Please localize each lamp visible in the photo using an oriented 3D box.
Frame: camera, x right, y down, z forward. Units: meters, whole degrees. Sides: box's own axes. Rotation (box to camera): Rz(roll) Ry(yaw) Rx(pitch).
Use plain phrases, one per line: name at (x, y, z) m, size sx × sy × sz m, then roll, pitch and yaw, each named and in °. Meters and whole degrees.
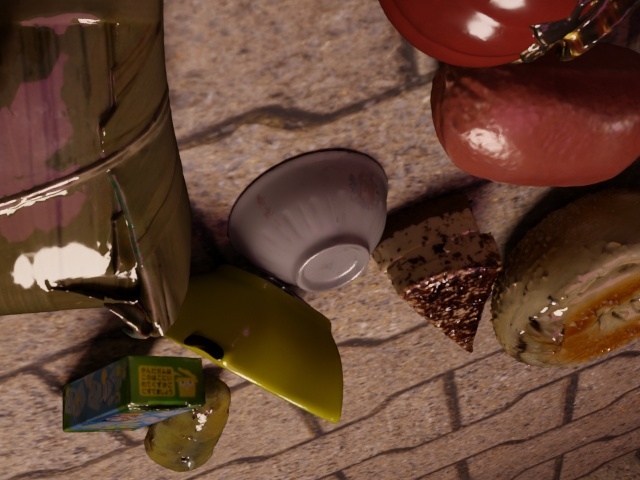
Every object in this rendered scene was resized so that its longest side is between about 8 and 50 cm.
lamp at (0.130, -0.225, 0.538) m, size 0.226 × 0.227 × 0.227 m, roll -15°, pitch 145°, yaw -11°

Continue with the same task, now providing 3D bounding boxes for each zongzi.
zongzi at (-0.304, -0.097, 0.512) m, size 0.446 × 0.181 × 0.418 m, roll -6°, pitch 127°, yaw -18°

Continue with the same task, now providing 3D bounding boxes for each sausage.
sausage at (0.218, -0.124, 0.776) m, size 0.254 × 0.148 × 0.148 m, roll -3°, pitch 141°, yaw -18°

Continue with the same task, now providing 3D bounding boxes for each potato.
potato at (-0.180, 0.260, 1.117) m, size 0.105 × 0.085 × 0.188 m, roll 3°, pitch 133°, yaw -36°

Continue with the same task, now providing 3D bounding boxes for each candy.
candy at (-0.225, 0.184, 0.951) m, size 0.097 × 0.062 × 0.194 m, roll 8°, pitch 156°, yaw -38°

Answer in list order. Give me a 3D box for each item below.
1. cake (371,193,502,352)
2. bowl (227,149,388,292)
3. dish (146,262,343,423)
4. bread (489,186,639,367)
cake at (0.129, 0.060, 1.002) m, size 0.135 × 0.112 × 0.246 m, roll -14°, pitch 148°, yaw -8°
bowl at (0.000, 0.000, 0.866) m, size 0.188 × 0.086 × 0.189 m, roll -15°, pitch 145°, yaw -11°
dish at (-0.077, 0.100, 0.909) m, size 0.262 × 0.221 × 0.108 m, roll 38°, pitch 74°, yaw -44°
bread at (0.361, 0.045, 1.069) m, size 0.305 × 0.159 × 0.306 m, roll -18°, pitch 148°, yaw -11°
